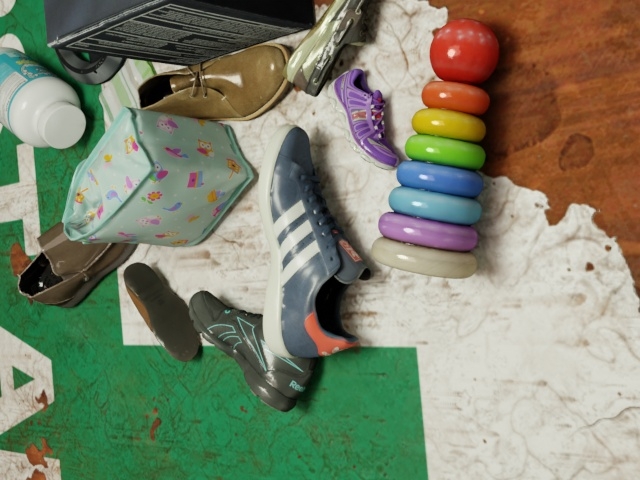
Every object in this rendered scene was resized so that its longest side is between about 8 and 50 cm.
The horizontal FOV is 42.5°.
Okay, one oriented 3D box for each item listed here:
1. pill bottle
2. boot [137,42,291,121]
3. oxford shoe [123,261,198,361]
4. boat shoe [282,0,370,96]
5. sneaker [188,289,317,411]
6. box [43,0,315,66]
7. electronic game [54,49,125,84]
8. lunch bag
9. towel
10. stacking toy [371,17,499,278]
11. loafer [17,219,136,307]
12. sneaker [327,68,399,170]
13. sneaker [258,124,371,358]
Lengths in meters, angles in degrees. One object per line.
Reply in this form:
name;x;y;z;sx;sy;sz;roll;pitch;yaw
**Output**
pill bottle;-0.584;-0.280;1.659;0.264;0.146;0.146;34;113;32
boot;-0.178;-0.251;1.348;0.305;0.115;0.112;-11;84;38
oxford shoe;-0.288;0.138;1.504;0.212;0.076;0.076;53;153;21
boat shoe;0.036;-0.308;1.198;0.073;0.080;0.223;40;107;-2
sneaker;-0.109;0.158;1.344;0.267;0.101;0.106;41;99;27
box;-0.219;-0.394;1.254;0.294;0.296;0.183;-7;89;39
electronic game;-0.451;-0.420;1.603;0.229;0.048;0.229;8;105;34
lunch bag;-0.280;-0.083;1.371;0.262;0.223;0.160;-44;60;34
towel;-0.362;-0.280;1.556;0.152;0.023;0.113;-40;69;34
stacking toy;0.161;-0.123;1.070;0.141;0.141;0.330;14;98;38
loafer;-0.473;0.019;1.595;0.366;0.130;0.134;-48;64;31
sneaker;0.069;-0.176;1.181;0.071;0.068;0.170;-37;69;29
sneaker;0.000;0.000;1.221;0.148;0.131;0.350;-2;92;27
